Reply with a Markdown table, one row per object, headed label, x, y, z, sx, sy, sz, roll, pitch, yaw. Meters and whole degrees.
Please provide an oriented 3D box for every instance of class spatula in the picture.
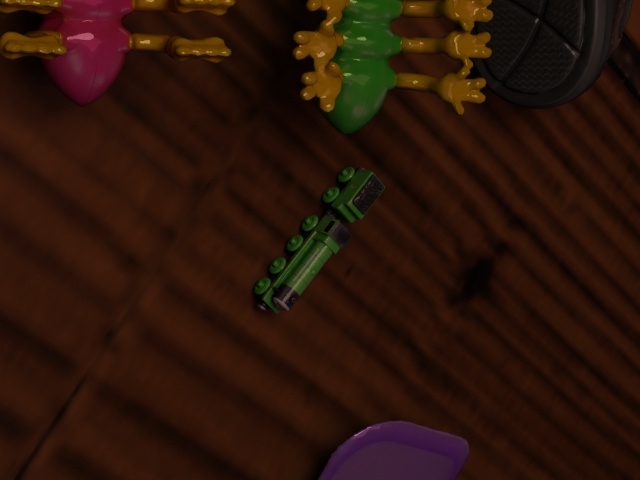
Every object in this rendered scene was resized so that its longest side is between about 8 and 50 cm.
| label | x | y | z | sx | sy | sz | roll | pitch | yaw |
| --- | --- | --- | --- | --- | --- | --- | --- | --- | --- |
| spatula | -0.011 | 0.226 | 0.660 | 0.084 | 0.030 | 0.296 | 22 | 88 | -38 |

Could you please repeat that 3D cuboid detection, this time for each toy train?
| label | x | y | z | sx | sy | sz | roll | pitch | yaw |
| --- | --- | --- | --- | --- | --- | --- | --- | --- | --- |
| toy train | 0.000 | 0.000 | 0.613 | 0.083 | 0.023 | 0.017 | -54 | 127 | -14 |

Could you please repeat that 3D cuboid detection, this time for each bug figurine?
| label | x | y | z | sx | sy | sz | roll | pitch | yaw |
| --- | --- | --- | --- | --- | --- | --- | --- | --- | --- |
| bug figurine | -0.031 | -0.153 | 0.513 | 0.279 | 0.072 | 0.216 | 2 | 95 | -30 |

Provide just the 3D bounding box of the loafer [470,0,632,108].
| label | x | y | z | sx | sy | sz | roll | pitch | yaw |
| --- | --- | --- | --- | --- | --- | --- | --- | --- | --- |
| loafer | 0.117 | -0.199 | 0.622 | 0.084 | 0.096 | 0.267 | -26 | 125 | -51 |
